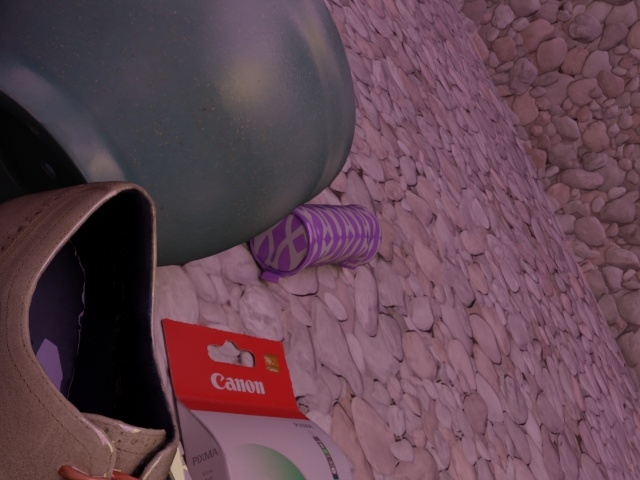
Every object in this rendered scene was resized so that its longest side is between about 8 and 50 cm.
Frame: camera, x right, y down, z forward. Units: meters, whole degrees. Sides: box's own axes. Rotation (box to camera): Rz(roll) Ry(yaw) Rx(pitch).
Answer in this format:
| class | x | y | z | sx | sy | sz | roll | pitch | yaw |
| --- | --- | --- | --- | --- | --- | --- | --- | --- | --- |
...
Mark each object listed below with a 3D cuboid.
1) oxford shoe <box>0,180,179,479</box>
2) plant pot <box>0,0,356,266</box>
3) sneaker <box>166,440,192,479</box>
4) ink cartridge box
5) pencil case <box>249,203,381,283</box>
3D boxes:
| class | x | y | z | sx | sy | sz | roll | pitch | yaw |
| --- | --- | --- | --- | --- | --- | --- | --- | --- | --- |
| oxford shoe | -0.147 | 0.141 | 0.365 | 0.140 | 0.146 | 0.397 | 31 | 45 | -52 |
| plant pot | -0.147 | -0.093 | 0.578 | 0.293 | 0.293 | 0.196 | 53 | 54 | -15 |
| sneaker | -0.153 | 0.146 | 0.517 | 0.094 | 0.090 | 0.235 | -25 | 85 | -54 |
| ink cartridge box | -0.047 | 0.177 | 0.703 | 0.181 | 0.056 | 0.225 | 22 | 48 | -52 |
| pencil case | 0.000 | 0.000 | 0.922 | 0.206 | 0.086 | 0.088 | -6 | 104 | -59 |
